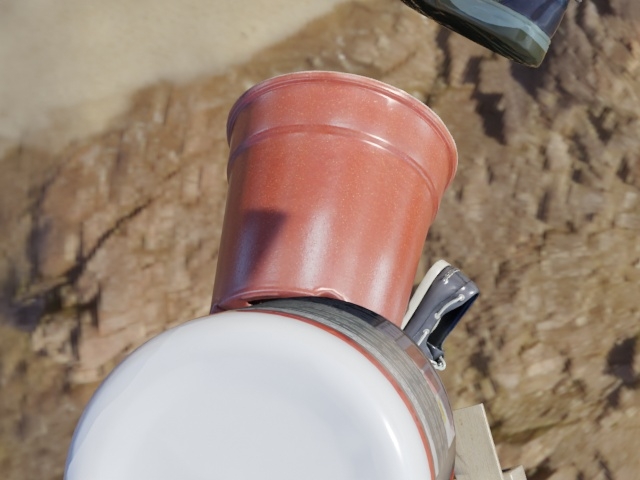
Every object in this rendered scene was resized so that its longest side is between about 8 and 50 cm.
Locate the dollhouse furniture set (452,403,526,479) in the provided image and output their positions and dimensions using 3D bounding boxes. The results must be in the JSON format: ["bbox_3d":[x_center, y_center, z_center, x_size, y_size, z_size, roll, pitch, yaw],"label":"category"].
[{"bbox_3d":[0.177,0.265,1.745,0.144,0.151,0.123,-17,86,26],"label":"dollhouse furniture set"}]

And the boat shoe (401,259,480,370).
[{"bbox_3d":[0.118,0.126,1.642,0.065,0.075,0.206,30,100,19],"label":"boat shoe"}]

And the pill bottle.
[{"bbox_3d":[-0.017,0.143,0.937,0.210,0.363,0.210,0,90,9],"label":"pill bottle"}]

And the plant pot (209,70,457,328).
[{"bbox_3d":[0.000,0.000,1.561,0.272,0.272,0.265,-2,54,20],"label":"plant pot"}]

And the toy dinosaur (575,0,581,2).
[{"bbox_3d":[0.241,-0.348,1.505,0.296,0.200,0.127,-26,69,39],"label":"toy dinosaur"}]

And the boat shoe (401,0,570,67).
[{"bbox_3d":[0.104,-0.204,1.066,0.073,0.080,0.223,-50,48,0],"label":"boat shoe"}]
